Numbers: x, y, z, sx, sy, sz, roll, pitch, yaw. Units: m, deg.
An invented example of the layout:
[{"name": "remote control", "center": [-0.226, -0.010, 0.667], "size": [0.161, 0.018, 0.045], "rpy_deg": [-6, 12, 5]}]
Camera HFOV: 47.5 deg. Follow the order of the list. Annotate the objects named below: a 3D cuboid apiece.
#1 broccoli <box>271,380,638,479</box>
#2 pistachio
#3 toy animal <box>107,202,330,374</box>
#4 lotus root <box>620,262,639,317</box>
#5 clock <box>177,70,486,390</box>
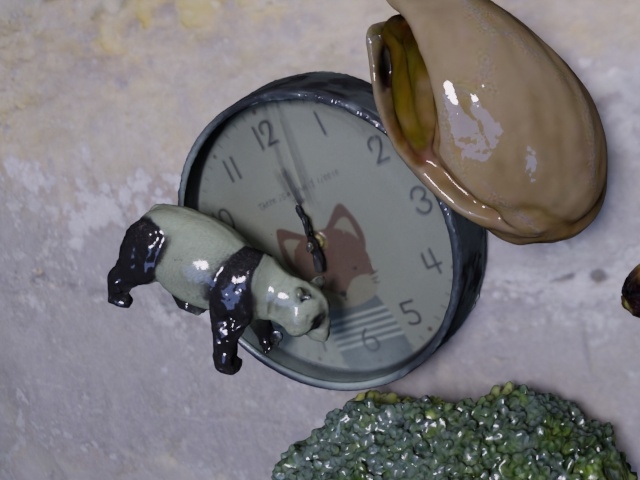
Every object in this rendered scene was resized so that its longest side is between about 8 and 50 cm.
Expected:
[{"name": "broccoli", "center": [0.103, 0.256, 0.701], "size": [0.375, 0.302, 0.249], "rpy_deg": [-34, 69, 8]}, {"name": "pistachio", "center": [0.128, -0.101, 0.564], "size": [0.238, 0.153, 0.138], "rpy_deg": [45, 145, 3]}, {"name": "toy animal", "center": [-0.094, 0.045, 0.708], "size": [0.225, 0.094, 0.121], "rpy_deg": [27, 113, 19]}, {"name": "lotus root", "center": [0.342, -0.020, 0.483], "size": [0.314, 0.141, 0.170], "rpy_deg": [-29, 92, 44]}, {"name": "clock", "center": [0.000, 0.000, 0.726], "size": [0.324, 0.067, 0.325], "rpy_deg": [12, 117, 25]}]
